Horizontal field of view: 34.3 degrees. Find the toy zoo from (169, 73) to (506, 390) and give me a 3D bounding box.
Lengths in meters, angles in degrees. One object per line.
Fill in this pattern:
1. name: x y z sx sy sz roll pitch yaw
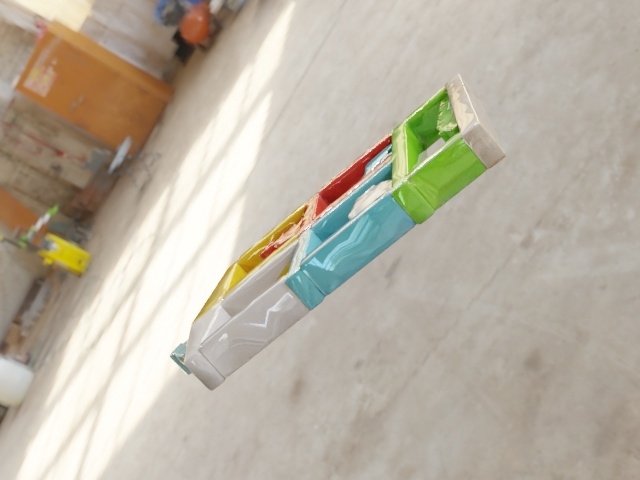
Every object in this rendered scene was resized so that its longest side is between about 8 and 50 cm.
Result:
1. toy zoo: 0.000 0.000 0.743 0.293 0.030 0.192 -39 11 15
